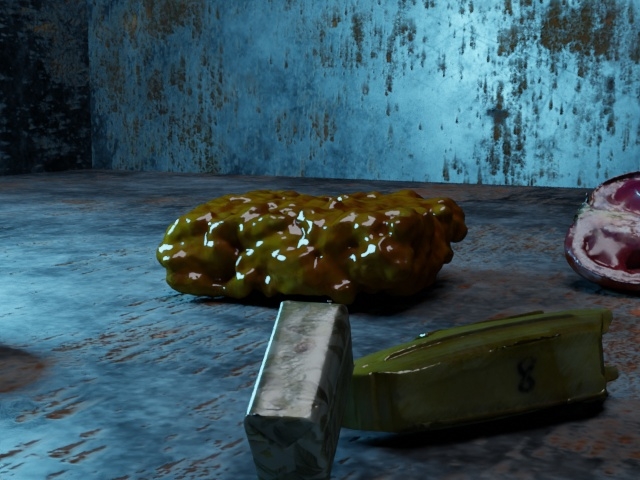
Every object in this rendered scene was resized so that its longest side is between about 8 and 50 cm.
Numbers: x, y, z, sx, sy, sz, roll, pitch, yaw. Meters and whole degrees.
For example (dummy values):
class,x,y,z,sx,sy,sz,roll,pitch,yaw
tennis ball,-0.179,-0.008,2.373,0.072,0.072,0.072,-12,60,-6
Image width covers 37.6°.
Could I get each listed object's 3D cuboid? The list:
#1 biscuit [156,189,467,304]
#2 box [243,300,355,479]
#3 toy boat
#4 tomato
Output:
class,x,y,z,sx,sy,sz,roll,pitch,yaw
biscuit,0.000,0.000,1.105,0.312,0.110,0.318,1,7,22
box,-0.009,0.086,0.530,0.045,0.062,0.098,2,36,11
toy boat,0.108,0.089,0.639,0.226,0.068,0.088,-7,6,-25
tomato,0.388,0.009,1.117,0.173,0.099,0.189,22,58,30
